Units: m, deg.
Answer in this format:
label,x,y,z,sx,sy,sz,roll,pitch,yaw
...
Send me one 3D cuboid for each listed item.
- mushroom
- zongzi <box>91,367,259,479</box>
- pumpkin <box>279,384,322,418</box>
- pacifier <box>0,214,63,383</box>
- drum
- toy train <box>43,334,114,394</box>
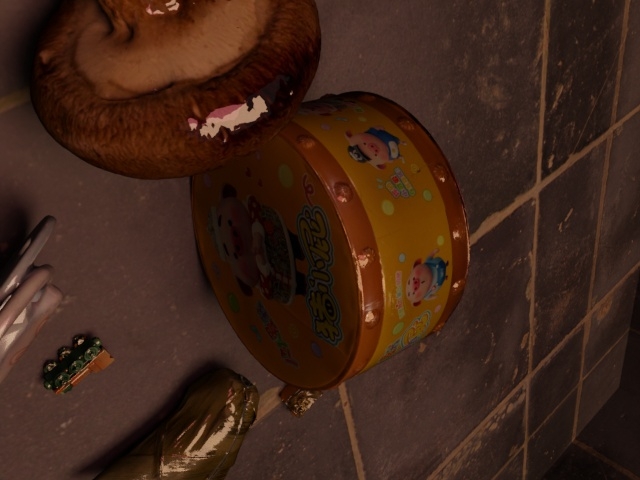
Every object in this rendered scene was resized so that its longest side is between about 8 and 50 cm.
label,x,y,z,sx,sy,sz,roll,pitch,yaw
mushroom,-0.164,-0.227,0.782,0.345,0.345,0.239,-66,171,5
zongzi,-0.253,0.335,1.138,0.274,0.125,0.250,18,99,-43
pumpkin,-0.041,0.333,1.402,0.083,0.054,0.074,-44,132,-12
pacifier,-0.439,0.067,0.758,0.226,0.238,0.287,35,87,-20
drum,0.000,0.000,0.982,0.214,0.431,0.431,-20,124,-35
toy train,-0.372,0.193,0.996,0.103,0.044,0.064,-43,146,-20
